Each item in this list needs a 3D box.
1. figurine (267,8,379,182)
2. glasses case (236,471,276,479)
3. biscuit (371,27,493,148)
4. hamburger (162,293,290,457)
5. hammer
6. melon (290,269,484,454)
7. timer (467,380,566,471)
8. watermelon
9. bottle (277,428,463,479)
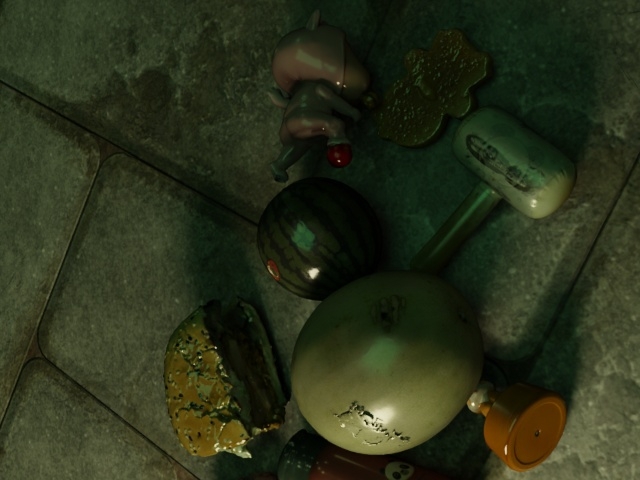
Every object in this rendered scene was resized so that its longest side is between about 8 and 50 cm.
[{"bbox_3d":[0.001,-0.241,1.396,0.176,0.186,0.287,128,150,-64],"label":"figurine"},{"bbox_3d":[-0.139,0.464,1.466,0.194,0.102,0.070,-21,71,27],"label":"glasses case"},{"bbox_3d":[0.186,-0.246,1.364,0.166,0.036,0.225,48,112,23],"label":"biscuit"},{"bbox_3d":[-0.184,0.259,1.463,0.192,0.168,0.287,-28,75,23],"label":"hamburger"},{"bbox_3d":[0.246,-0.049,1.286,0.202,0.113,0.305,45,113,26],"label":"hammer"},{"bbox_3d":[0.094,0.195,1.256,0.330,0.269,0.268,-36,71,30],"label":"melon"},{"bbox_3d":[0.279,0.262,1.251,0.152,0.132,0.132,28,102,50],"label":"timer"},{"bbox_3d":[0.000,0.000,1.356,0.212,0.212,0.212,-2,86,29],"label":"watermelon"},{"bbox_3d":[0.084,0.409,1.326,0.336,0.144,0.143,16,95,31],"label":"bottle"}]
